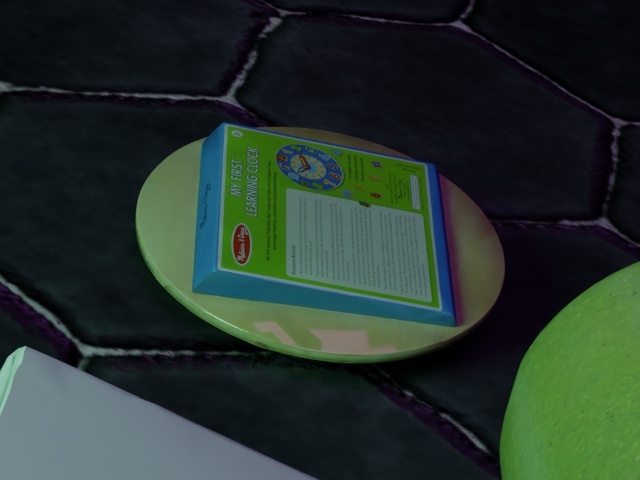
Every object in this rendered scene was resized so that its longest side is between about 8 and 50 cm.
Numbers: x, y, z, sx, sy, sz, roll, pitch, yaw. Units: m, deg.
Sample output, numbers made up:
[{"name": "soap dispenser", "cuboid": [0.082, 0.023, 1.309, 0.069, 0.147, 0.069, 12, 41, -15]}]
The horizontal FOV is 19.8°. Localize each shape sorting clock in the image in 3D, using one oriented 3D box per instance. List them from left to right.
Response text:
[{"name": "shape sorting clock", "cuboid": [0.000, 0.000, 1.012, 0.206, 0.040, 0.206, 11, 36, -8]}]

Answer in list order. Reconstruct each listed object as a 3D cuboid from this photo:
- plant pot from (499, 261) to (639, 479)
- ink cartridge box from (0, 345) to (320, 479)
[{"name": "plant pot", "cuboid": [0.182, 0.130, 0.721, 0.276, 0.276, 0.254, 11, 21, -10]}, {"name": "ink cartridge box", "cuboid": [-0.017, 0.202, 0.490, 0.270, 0.198, 0.197, 25, 30, -9]}]
